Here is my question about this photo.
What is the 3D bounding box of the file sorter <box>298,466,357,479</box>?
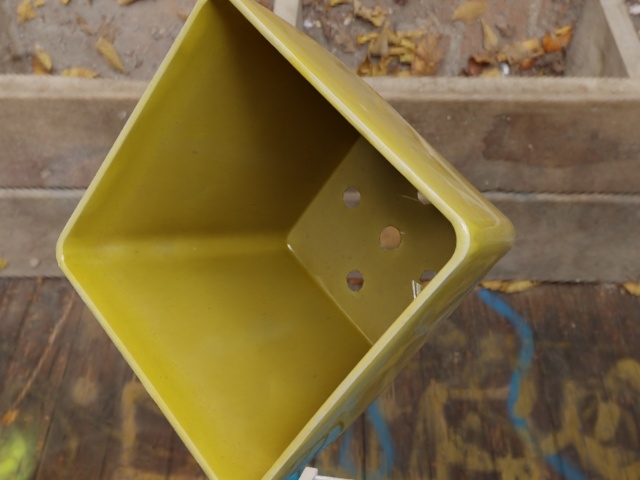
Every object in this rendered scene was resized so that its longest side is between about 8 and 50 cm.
[{"bbox_3d":[0.024,0.451,1.075,0.173,0.278,0.192,4,102,14],"label":"file sorter"}]

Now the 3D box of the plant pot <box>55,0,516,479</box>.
[{"bbox_3d":[0.000,0.000,0.534,0.187,0.212,0.212,-4,136,-55],"label":"plant pot"}]
